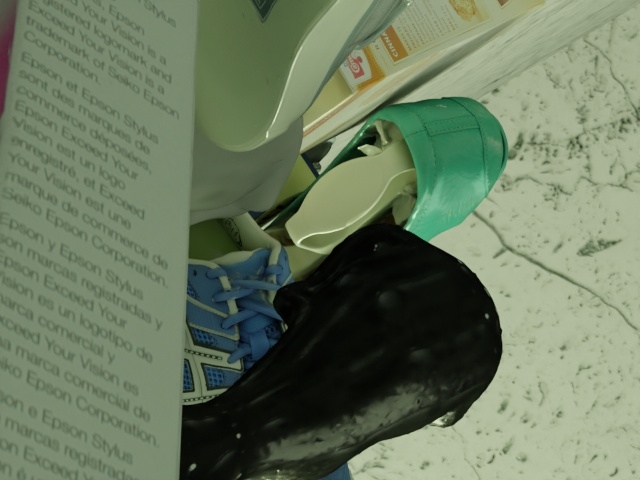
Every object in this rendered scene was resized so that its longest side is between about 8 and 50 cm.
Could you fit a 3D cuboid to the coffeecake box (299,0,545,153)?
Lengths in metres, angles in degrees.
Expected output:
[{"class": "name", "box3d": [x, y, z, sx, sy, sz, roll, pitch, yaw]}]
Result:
[{"class": "coffeecake box", "box3d": [0.008, -0.098, 0.961, 0.142, 0.068, 0.185, -31, 179, 42]}]

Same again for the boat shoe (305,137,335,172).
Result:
[{"class": "boat shoe", "box3d": [-0.102, 0.006, 1.164, 0.335, 0.119, 0.121, -30, 178, -38]}]

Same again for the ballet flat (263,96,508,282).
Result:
[{"class": "ballet flat", "box3d": [0.000, 0.000, 1.030, 0.087, 0.083, 0.247, 2, 145, -43]}]

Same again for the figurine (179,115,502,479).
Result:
[{"class": "figurine", "box3d": [-0.066, 0.020, 0.736, 0.209, 0.215, 0.092, -24, 155, -41]}]

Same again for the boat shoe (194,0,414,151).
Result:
[{"class": "boat shoe", "box3d": [0.005, -0.099, 0.660, 0.081, 0.079, 0.227, -26, 173, -26]}]

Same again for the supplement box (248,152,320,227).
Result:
[{"class": "supplement box", "box3d": [-0.056, -0.046, 1.068, 0.056, 0.083, 0.083, -36, 176, 26]}]

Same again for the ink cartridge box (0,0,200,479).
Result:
[{"class": "ink cartridge box", "box3d": [-0.165, 0.058, 0.500, 0.324, 0.071, 0.330, -33, -140, 31]}]

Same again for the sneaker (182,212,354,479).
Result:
[{"class": "sneaker", "box3d": [-0.042, 0.051, 0.852, 0.080, 0.211, 0.081, -15, 146, -23]}]
